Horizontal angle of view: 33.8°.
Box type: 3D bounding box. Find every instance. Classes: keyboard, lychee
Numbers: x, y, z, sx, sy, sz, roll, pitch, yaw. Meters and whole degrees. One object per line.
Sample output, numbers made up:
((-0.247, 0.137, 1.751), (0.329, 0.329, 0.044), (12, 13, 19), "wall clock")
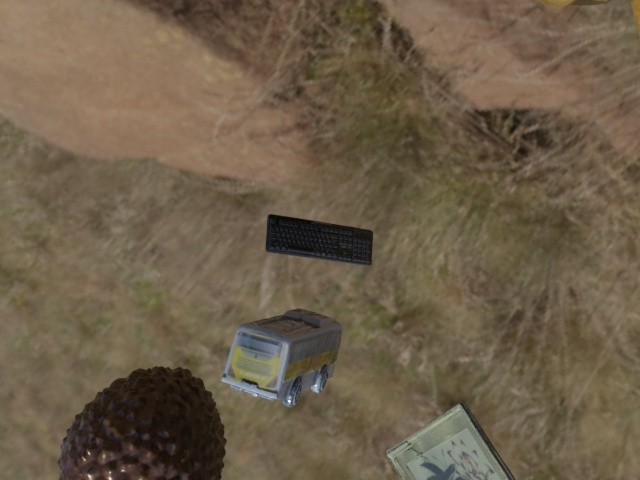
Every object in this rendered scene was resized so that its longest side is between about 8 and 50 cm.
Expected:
((0.000, 0.000, 1.408), (0.155, 0.053, 0.010), (8, 166, -22), "keyboard")
((-0.205, 0.256, 1.212), (0.200, 0.238, 0.200), (17, 158, 7), "lychee")

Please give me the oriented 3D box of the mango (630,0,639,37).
((0.333, -0.228, 0.957), (0.108, 0.157, 0.262), (-2, 180, 26), "mango")

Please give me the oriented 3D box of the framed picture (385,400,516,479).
((0.144, 0.255, 1.031), (0.173, 0.010, 0.231), (56, 157, 13), "framed picture")

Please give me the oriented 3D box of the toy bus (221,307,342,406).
((-0.032, 0.107, 0.995), (0.064, 0.075, 0.190), (14, -174, 16), "toy bus")

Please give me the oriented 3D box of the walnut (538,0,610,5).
((0.286, -0.422, 1.225), (0.306, 0.306, 0.344), (41, 176, -2), "walnut")
